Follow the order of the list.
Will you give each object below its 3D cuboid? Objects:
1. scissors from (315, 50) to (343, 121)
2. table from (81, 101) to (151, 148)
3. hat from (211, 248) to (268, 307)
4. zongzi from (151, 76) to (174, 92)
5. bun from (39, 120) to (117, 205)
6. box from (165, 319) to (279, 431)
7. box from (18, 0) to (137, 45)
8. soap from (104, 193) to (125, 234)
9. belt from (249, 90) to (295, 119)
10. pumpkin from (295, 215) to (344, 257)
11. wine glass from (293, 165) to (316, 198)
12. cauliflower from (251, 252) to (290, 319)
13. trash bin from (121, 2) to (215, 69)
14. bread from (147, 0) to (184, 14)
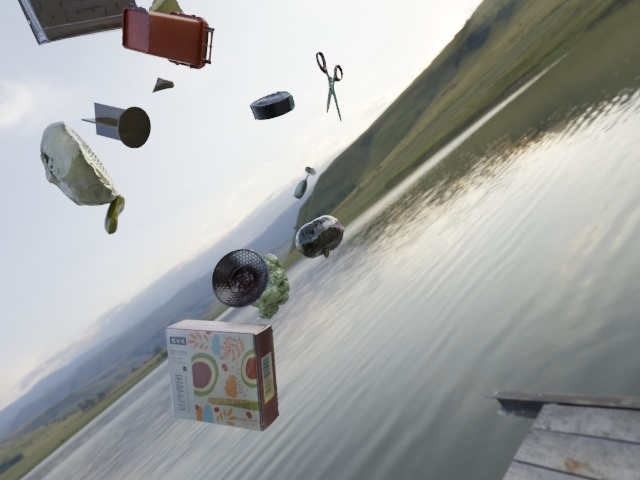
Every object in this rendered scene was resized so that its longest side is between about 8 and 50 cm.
[{"bbox_3d":[0.041,-0.548,1.512,0.017,0.248,0.144,-19,-22,40],"label":"scissors"},{"bbox_3d":[-0.840,-0.479,1.725,0.167,0.226,0.167,16,-90,-70],"label":"table"},{"bbox_3d":[-0.250,0.129,1.377,0.193,0.193,0.082,-40,-20,-5],"label":"hat"},{"bbox_3d":[-0.679,-0.661,1.824,0.040,0.076,0.083,103,-179,-65],"label":"zongzi"},{"bbox_3d":[-0.748,-0.217,1.284,0.146,0.287,0.287,-33,-1,-13],"label":"bun"},{"bbox_3d":[-0.356,0.475,1.526,0.385,0.345,0.122,-2,6,22],"label":"box"},{"bbox_3d":[-0.752,-0.738,1.319,0.297,0.191,0.225,-27,32,-28],"label":"box"},{"bbox_3d":[-0.675,-0.087,1.381,0.089,0.045,0.140,-47,34,47],"label":"soap"},{"bbox_3d":[-0.210,-0.599,1.875,0.198,0.078,0.151,-10,37,12],"label":"belt"},{"bbox_3d":[0.002,0.002,2.119,0.260,0.189,0.260,-26,-20,-10],"label":"pumpkin"},{"bbox_3d":[-0.083,-0.288,2.143,0.066,0.066,0.198,-40,-11,-38],"label":"wine glass"},{"bbox_3d":[-0.267,0.222,1.917,0.281,0.327,0.260,-20,26,-36],"label":"cauliflower"},{"bbox_3d":[-0.460,-0.618,1.287,0.238,0.184,0.161,-30,-43,-59],"label":"trash bin"},{"bbox_3d":[-0.573,-0.841,1.582,0.127,0.152,0.147,-38,-37,-5],"label":"bread"}]
